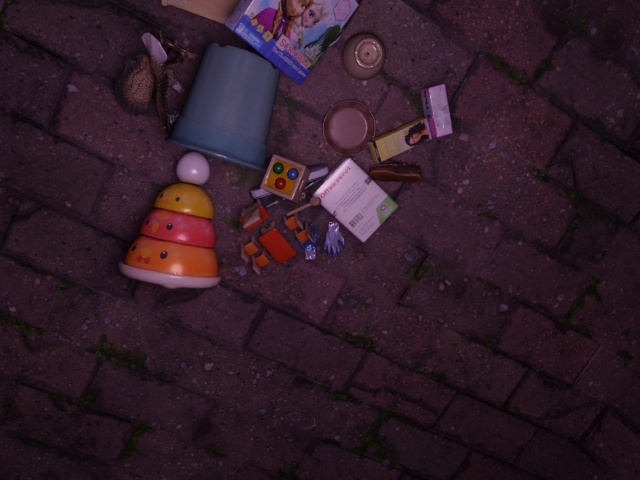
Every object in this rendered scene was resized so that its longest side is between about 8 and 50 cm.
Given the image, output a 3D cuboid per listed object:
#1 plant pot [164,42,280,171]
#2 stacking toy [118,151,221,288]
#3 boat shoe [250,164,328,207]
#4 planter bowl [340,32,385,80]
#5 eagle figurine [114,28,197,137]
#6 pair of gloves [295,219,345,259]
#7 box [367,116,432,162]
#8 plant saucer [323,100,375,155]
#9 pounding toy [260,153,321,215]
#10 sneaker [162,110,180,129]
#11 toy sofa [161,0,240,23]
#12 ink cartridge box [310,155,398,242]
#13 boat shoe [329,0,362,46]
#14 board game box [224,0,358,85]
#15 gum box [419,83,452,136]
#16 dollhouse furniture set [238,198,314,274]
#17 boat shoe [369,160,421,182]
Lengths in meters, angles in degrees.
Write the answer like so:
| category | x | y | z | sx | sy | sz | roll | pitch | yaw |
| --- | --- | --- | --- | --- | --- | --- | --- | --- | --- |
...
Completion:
| category | x | y | z | sx | sy | sz | roll | pitch | yaw |
| --- | --- | --- | --- | --- | --- | --- | --- | --- | --- |
| plant pot | -0.298 | -0.437 | 1.442 | 0.341 | 0.341 | 0.334 | 17 | 95 | -11 |
| stacking toy | -0.498 | -0.082 | 1.549 | 0.350 | 0.350 | 0.480 | 10 | 89 | -9 |
| boat shoe | -0.106 | -0.194 | 1.628 | 0.306 | 0.113 | 0.105 | -21 | 114 | 2 |
| planter bowl | 0.158 | -0.651 | 1.529 | 0.162 | 0.109 | 0.162 | -2 | 106 | -5 |
| eagle figurine | -0.538 | -0.520 | 1.446 | 0.225 | 0.226 | 0.298 | 29 | 96 | -32 |
| pair of gloves | 0.000 | 0.000 | 1.742 | 0.198 | 0.023 | 0.159 | -5 | 105 | -6 |
| box | 0.297 | -0.378 | 1.631 | 0.232 | 0.058 | 0.087 | -26 | 116 | -6 |
| plant saucer | 0.105 | -0.420 | 1.627 | 0.198 | 0.036 | 0.198 | -2 | 105 | -6 |
| pounding toy | -0.097 | -0.175 | 1.511 | 0.206 | 0.094 | 0.181 | 23 | 91 | 13 |
| sneaker | -0.536 | -0.429 | 1.556 | 0.083 | 0.032 | 0.037 | -37 | 92 | 0 |
| toy sofa | -0.301 | -0.775 | 1.385 | 0.362 | 0.177 | 0.150 | 16 | 122 | -10 |
| ink cartridge box | 0.126 | -0.160 | 1.662 | 0.273 | 0.115 | 0.198 | 42 | 97 | -16 |
| boat shoe | 0.077 | -0.776 | 1.500 | 0.080 | 0.076 | 0.228 | 39 | 98 | -15 |
| board game box | -0.078 | -0.695 | 1.330 | 0.318 | 0.066 | 0.319 | -51 | 144 | 15 |
| gum box | 0.428 | -0.475 | 1.611 | 0.062 | 0.107 | 0.188 | -15 | 107 | -2 |
| dollhouse furniture set | -0.188 | -0.014 | 1.609 | 0.262 | 0.135 | 0.259 | -30 | 125 | 11 |
| boat shoe | 0.288 | -0.269 | 1.680 | 0.207 | 0.073 | 0.073 | 4 | 68 | -11 |
